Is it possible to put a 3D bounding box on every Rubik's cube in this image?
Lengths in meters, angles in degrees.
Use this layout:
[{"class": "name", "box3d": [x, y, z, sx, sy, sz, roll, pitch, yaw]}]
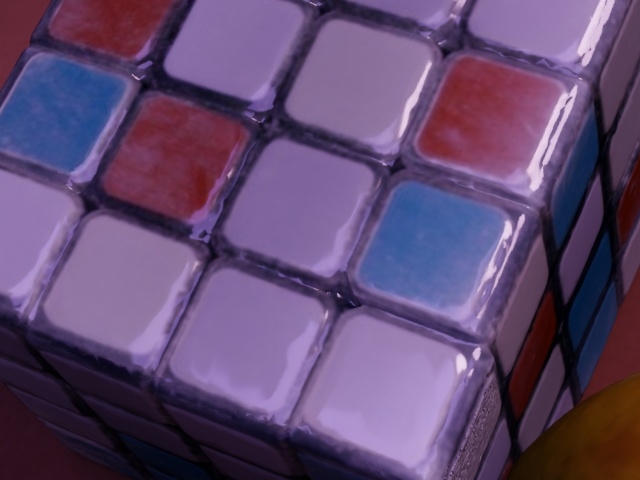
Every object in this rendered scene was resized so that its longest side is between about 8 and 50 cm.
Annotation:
[{"class": "Rubik's cube", "box3d": [0.000, 0.000, 0.824, 0.259, 0.256, 0.253, 18, 70, 19]}]

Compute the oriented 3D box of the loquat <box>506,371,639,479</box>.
[{"class": "loquat", "box3d": [0.195, 0.145, 0.699, 0.246, 0.213, 0.213, -8, 61, 36]}]
